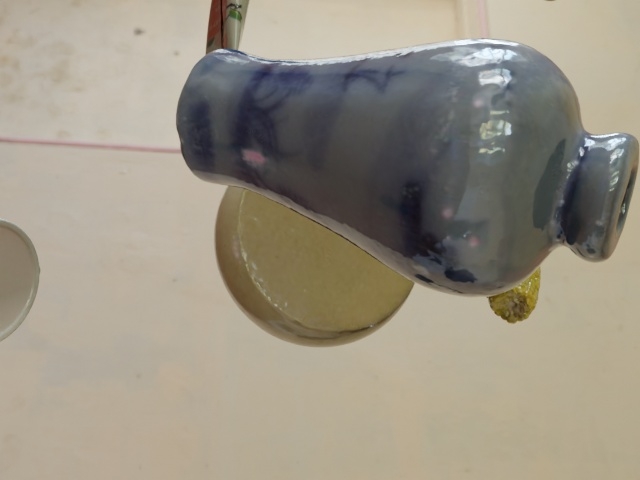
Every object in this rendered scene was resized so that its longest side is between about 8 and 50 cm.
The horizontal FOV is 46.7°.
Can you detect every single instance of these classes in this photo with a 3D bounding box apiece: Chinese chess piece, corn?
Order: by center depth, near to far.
[{"bbox_3d":[0.226,0.023,0.876,0.206,0.067,0.067,-65,165,-57],"label":"corn"},{"bbox_3d":[0.000,0.000,0.932,0.102,0.273,0.273,151,-59,-66],"label":"Chinese chess piece"}]

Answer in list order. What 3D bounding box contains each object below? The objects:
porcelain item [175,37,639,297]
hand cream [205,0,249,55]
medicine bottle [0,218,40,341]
[{"bbox_3d":[0.042,-0.052,0.427,0.141,0.259,0.141,-40,139,-47],"label":"porcelain item"},{"bbox_3d":[-0.079,-0.241,0.687,0.080,0.050,0.234,-26,-127,58],"label":"hand cream"},{"bbox_3d":[-0.392,0.014,0.647,0.111,0.296,0.161,-23,121,-62],"label":"medicine bottle"}]
